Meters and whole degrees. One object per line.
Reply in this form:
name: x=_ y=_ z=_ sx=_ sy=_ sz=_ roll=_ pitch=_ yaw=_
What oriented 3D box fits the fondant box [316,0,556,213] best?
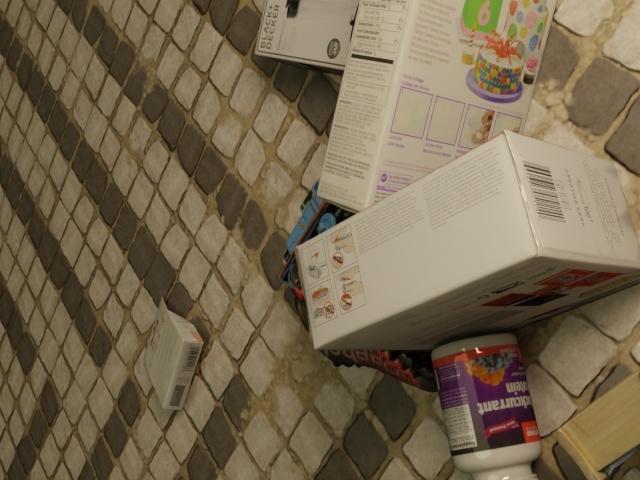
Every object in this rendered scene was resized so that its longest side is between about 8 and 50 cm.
fondant box: x=0.145 y=-0.188 z=1.029 sx=0.096 sy=0.238 sz=0.331 roll=24 pitch=104 yaw=47

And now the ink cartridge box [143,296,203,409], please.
ink cartridge box: x=-0.277 y=0.208 z=1.609 sx=0.179 sy=0.045 sz=0.146 roll=48 pitch=123 yaw=59

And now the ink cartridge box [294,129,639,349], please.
ink cartridge box: x=0.176 y=0.022 z=0.960 sx=0.309 sy=0.271 sz=0.130 roll=-28 pitch=65 yaw=41

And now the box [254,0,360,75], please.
box: x=0.035 y=-0.328 z=1.268 sx=0.290 sy=0.087 sz=0.169 roll=24 pitch=104 yaw=45

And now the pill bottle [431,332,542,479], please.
pill bottle: x=0.203 y=0.216 z=1.031 sx=0.108 sy=0.108 sz=0.194 roll=-25 pitch=70 yaw=43

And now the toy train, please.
toy train: x=0.000 y=0.000 z=1.290 sx=0.184 sy=0.080 sz=0.105 roll=-58 pitch=39 yaw=30

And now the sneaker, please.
sneaker: x=0.070 y=0.131 z=1.191 sx=0.276 sy=0.097 sz=0.135 roll=33 pitch=140 yaw=25

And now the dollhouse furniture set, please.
dollhouse furniture set: x=0.359 y=0.218 z=0.864 sx=0.184 sy=0.129 sz=0.129 roll=53 pitch=124 yaw=17
